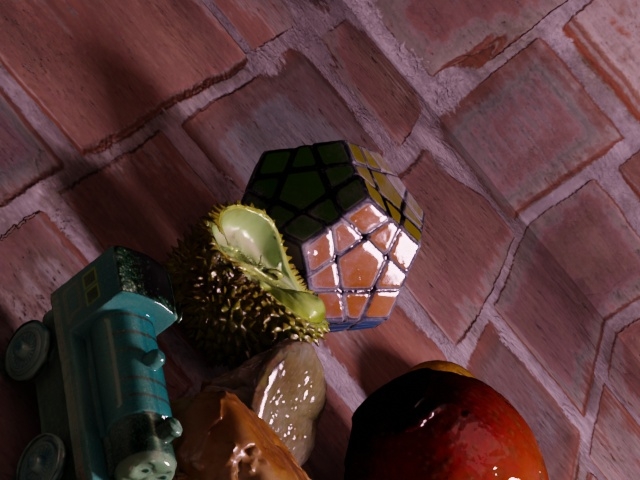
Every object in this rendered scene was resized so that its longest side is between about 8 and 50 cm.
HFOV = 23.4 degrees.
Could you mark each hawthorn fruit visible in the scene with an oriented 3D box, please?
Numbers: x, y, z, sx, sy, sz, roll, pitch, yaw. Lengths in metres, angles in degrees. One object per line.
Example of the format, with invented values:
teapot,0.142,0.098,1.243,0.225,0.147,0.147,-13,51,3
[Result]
hawthorn fruit,0.163,0.320,2.087,0.316,0.316,0.316,42,23,-23

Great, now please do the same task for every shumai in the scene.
shumai,-0.083,0.214,1.984,0.120,0.201,0.201,15,3,29

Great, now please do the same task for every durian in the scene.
durian,-0.109,0.070,2.072,0.237,0.176,0.200,53,9,-9

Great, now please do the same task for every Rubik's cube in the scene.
Rubik's cube,0.001,0.000,2.280,0.319,0.319,0.264,10,73,-60

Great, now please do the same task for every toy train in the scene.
toy train,-0.232,0.162,1.649,0.120,0.194,0.298,34,28,-41

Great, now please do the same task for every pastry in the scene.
pastry,-0.099,0.290,1.732,0.255,0.162,0.311,50,-1,23

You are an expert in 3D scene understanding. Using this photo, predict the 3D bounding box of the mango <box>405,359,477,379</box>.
mango,0.212,0.271,2.475,0.177,0.120,0.295,58,22,11
